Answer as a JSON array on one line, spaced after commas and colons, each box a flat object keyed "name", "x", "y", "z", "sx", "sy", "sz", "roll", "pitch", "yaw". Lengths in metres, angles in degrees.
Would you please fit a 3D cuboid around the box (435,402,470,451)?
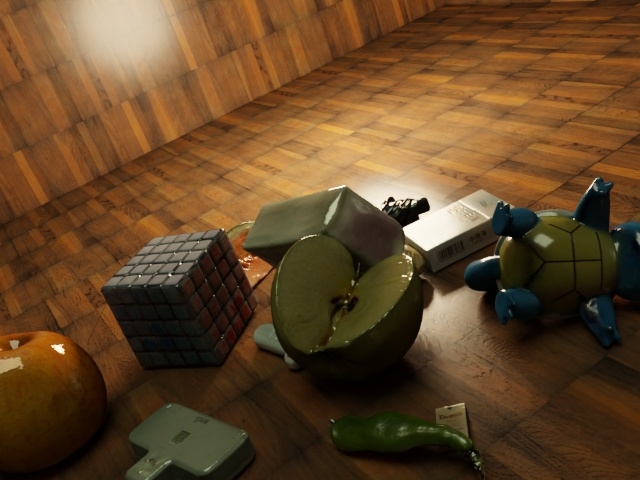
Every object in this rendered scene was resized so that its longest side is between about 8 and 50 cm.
[{"name": "box", "x": 0.221, "y": 0.312, "z": 1.223, "sx": 0.053, "sy": 0.024, "sz": 0.083, "roll": -14, "pitch": 26, "yaw": 15}]

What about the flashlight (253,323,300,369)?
[{"name": "flashlight", "x": -0.076, "y": 0.221, "z": 1.584, "sx": 0.093, "sy": 0.048, "sz": 0.200, "roll": -37, "pitch": 31, "yaw": -29}]

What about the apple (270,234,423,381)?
[{"name": "apple", "x": 0.050, "y": 0.146, "z": 1.430, "sx": 0.295, "sy": 0.233, "sz": 0.258, "roll": 9, "pitch": 52, "yaw": 17}]

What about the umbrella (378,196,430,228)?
[{"name": "umbrella", "x": 0.153, "y": -0.051, "z": 1.881, "sx": 0.272, "sy": 0.122, "sz": 0.110, "roll": -22, "pitch": 69, "yaw": -11}]

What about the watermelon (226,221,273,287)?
[{"name": "watermelon", "x": -0.219, "y": 0.032, "z": 1.954, "sx": 0.159, "sy": 0.128, "sz": 0.303, "roll": 0, "pitch": 33, "yaw": 35}]

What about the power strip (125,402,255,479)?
[{"name": "power strip", "x": -0.269, "y": 0.403, "z": 1.361, "sx": 0.264, "sy": 0.059, "sz": 0.193, "roll": 7, "pitch": 33, "yaw": 44}]

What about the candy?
[{"name": "candy", "x": 0.002, "y": 0.000, "z": 1.663, "sx": 0.358, "sy": 0.208, "sz": 0.145, "roll": -10, "pitch": 50, "yaw": 53}]

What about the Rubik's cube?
[{"name": "Rubik's cube", "x": -0.321, "y": 0.136, "z": 1.712, "sx": 0.236, "sy": 0.237, "sz": 0.238, "roll": -7, "pitch": 29, "yaw": 28}]

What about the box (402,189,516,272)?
[{"name": "box", "x": 0.329, "y": -0.027, "z": 1.741, "sx": 0.242, "sy": 0.067, "sz": 0.155, "roll": -27, "pitch": 28, "yaw": -11}]

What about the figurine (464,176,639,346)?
[{"name": "figurine", "x": 0.446, "y": 0.056, "z": 1.371, "sx": 0.416, "sy": 0.243, "sz": 0.298, "roll": -7, "pitch": 72, "yaw": 31}]

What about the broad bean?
[{"name": "broad bean", "x": 0.131, "y": 0.330, "z": 1.200, "sx": 0.318, "sy": 0.056, "sz": 0.098, "roll": 7, "pitch": 62, "yaw": 44}]

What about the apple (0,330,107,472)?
[{"name": "apple", "x": -0.614, "y": 0.323, "z": 1.533, "sx": 0.298, "sy": 0.275, "sz": 0.299, "roll": -16, "pitch": 21, "yaw": 6}]

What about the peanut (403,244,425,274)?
[{"name": "peanut", "x": 0.153, "y": 0.048, "z": 1.704, "sx": 0.206, "sy": 0.087, "sz": 0.087, "roll": 5, "pitch": 36, "yaw": 43}]
